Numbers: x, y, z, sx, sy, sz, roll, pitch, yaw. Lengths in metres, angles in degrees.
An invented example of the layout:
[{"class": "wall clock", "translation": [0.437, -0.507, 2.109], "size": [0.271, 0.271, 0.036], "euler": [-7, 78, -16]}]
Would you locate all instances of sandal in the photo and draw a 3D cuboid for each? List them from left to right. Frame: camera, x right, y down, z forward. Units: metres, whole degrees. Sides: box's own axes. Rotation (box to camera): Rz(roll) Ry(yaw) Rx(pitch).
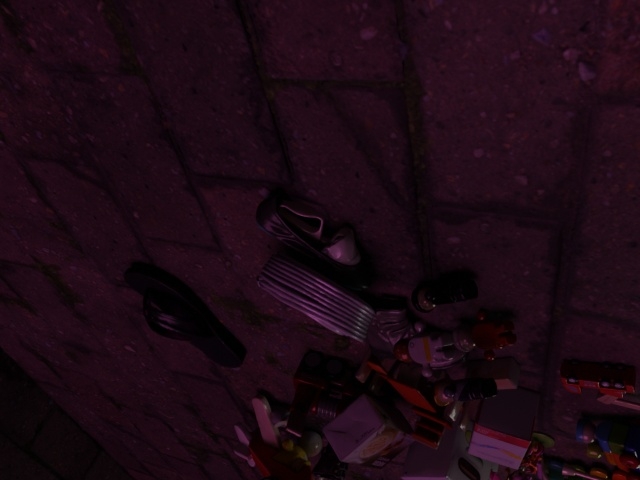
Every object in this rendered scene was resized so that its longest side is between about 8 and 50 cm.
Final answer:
[{"class": "sandal", "translation": [-0.379, 0.240, 1.745], "size": [0.168, 0.107, 0.446], "euler": [-14, 128, 42]}]

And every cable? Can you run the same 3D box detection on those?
[{"class": "cable", "translation": [-0.007, 0.116, 1.297], "size": [0.257, 0.089, 0.257], "euler": [31, 175, -6]}]

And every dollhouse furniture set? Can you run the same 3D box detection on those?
[{"class": "dollhouse furniture set", "translation": [0.237, 0.387, 1.483], "size": [0.262, 0.135, 0.259], "euler": [14, 156, 39]}]

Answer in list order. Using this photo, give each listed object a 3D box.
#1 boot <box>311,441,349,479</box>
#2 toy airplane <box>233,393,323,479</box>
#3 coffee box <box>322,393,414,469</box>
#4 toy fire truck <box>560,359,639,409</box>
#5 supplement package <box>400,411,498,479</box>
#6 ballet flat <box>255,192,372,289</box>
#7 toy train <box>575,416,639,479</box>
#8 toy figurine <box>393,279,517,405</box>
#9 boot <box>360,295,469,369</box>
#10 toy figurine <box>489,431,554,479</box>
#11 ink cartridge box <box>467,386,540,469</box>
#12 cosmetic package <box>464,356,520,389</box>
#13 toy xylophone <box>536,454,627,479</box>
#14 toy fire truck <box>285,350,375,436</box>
[{"class": "boot", "translation": [0.091, 0.579, 1.778], "size": [0.091, 0.229, 0.263], "euler": [38, 143, -16]}, {"class": "toy airplane", "translation": [-0.126, 0.724, 2.108], "size": [0.384, 0.272, 0.386], "euler": [58, 160, 20]}, {"class": "coffee box", "translation": [0.130, 0.488, 1.577], "size": [0.098, 0.141, 0.246], "euler": [53, -173, 35]}, {"class": "toy fire truck", "translation": [0.604, 0.309, 1.288], "size": [0.192, 0.047, 0.135], "euler": [0, 138, 32]}, {"class": "supplement package", "translation": [0.354, 0.594, 1.668], "size": [0.149, 0.194, 0.203], "euler": [-21, 124, 44]}, {"class": "ballet flat", "translation": [0.000, 0.000, 1.237], "size": [0.280, 0.095, 0.096], "euler": [31, 132, -7]}, {"class": "toy train", "translation": [0.686, 0.500, 1.439], "size": [0.143, 0.105, 0.248], "euler": [6, 141, 42]}, {"class": "toy figurine", "translation": [0.257, 0.200, 1.227], "size": [0.213, 0.209, 0.148], "euler": [43, 146, -21]}, {"class": "boot", "translation": [0.197, 0.198, 1.374], "size": [0.247, 0.083, 0.161], "euler": [1, 132, 28]}, {"class": "toy figurine", "translation": [0.501, 0.576, 1.587], "size": [0.173, 0.159, 0.130], "euler": [-15, 127, 42]}, {"class": "ink cartridge box", "translation": [0.433, 0.439, 1.483], "size": [0.127, 0.128, 0.176], "euler": [14, 142, 17]}, {"class": "cosmetic package", "translation": [0.386, 0.301, 1.401], "size": [0.115, 0.060, 0.041], "euler": [-19, 126, 43]}, {"class": "toy xylophone", "translation": [0.714, 0.626, 1.586], "size": [0.323, 0.081, 0.236], "euler": [12, 142, 19]}, {"class": "toy fire truck", "translation": [0.013, 0.429, 1.625], "size": [0.217, 0.246, 0.158], "euler": [15, 143, 15]}]
